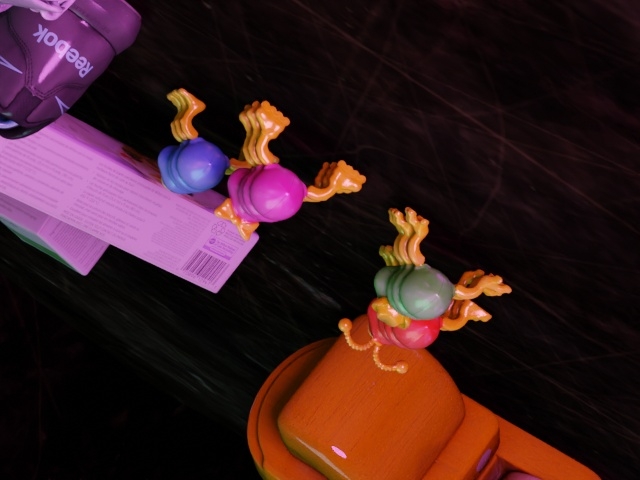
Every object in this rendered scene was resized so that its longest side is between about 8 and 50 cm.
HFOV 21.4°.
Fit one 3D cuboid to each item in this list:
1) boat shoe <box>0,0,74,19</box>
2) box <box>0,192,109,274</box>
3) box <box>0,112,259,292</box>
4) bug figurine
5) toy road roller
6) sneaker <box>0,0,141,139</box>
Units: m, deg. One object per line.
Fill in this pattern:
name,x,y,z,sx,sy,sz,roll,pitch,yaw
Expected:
boat shoe,-0.162,-0.157,0.925,0.081,0.079,0.227,39,165,-5
box,-0.245,-0.041,1.597,0.101,0.102,0.087,27,165,37
box,-0.185,-0.052,1.288,0.324,0.067,0.063,27,-164,-40
bug figurine,0.000,0.000,1.155,0.279,0.072,0.216,36,169,-10
toy road roller,0.085,0.210,1.506,0.329,0.202,0.240,30,157,23
sneaker,-0.210,-0.129,1.122,0.101,0.106,0.267,35,171,-22
